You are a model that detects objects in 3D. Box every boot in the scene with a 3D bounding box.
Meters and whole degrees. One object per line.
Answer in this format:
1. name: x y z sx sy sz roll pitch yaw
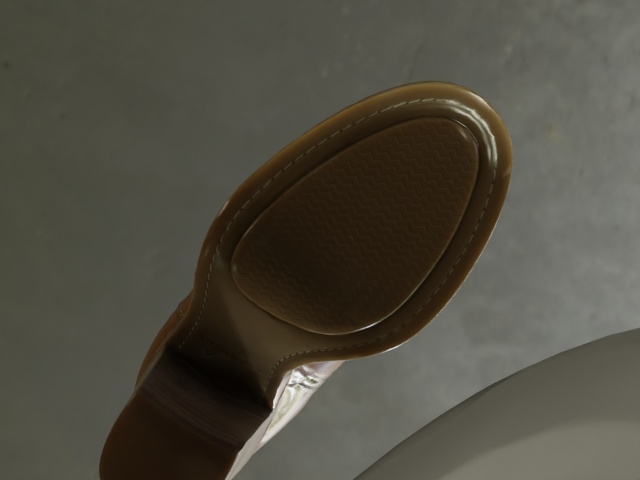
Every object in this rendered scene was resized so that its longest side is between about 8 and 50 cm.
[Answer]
1. boot: 0.000 0.000 0.685 0.073 0.152 0.197 42 115 -5

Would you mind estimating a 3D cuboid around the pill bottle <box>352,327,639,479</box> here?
1. pill bottle: 0.120 0.179 0.383 0.181 0.181 0.323 -22 120 34
